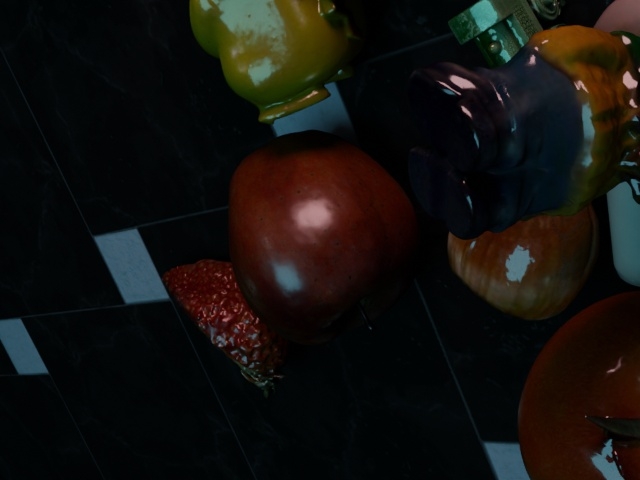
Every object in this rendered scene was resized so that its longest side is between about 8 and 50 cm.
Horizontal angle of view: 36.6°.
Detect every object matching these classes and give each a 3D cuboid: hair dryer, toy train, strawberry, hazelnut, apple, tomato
[{"bbox_3d":[0.366,-0.024,0.829,0.236,0.073,0.131,3,120,31],"label":"hair dryer"},{"bbox_3d":[0.193,-0.149,0.863,0.071,0.104,0.178,-26,98,44],"label":"toy train"},{"bbox_3d":[-0.113,0.094,1.312,0.236,0.106,0.175,45,174,11],"label":"strawberry"},{"bbox_3d":[0.191,-0.006,0.927,0.150,0.150,0.150,23,129,31],"label":"hazelnut"},{"bbox_3d":[0.000,0.001,1.059,0.234,0.234,0.234,23,129,31],"label":"apple"},{"bbox_3d":[0.306,0.169,0.865,0.256,0.255,0.224,49,157,6],"label":"tomato"}]

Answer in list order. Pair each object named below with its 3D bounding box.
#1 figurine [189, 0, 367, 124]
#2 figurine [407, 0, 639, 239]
[{"bbox_3d":[-0.077,-0.281,0.954,0.169,0.218,0.327,-33,101,27],"label":"figurine"},{"bbox_3d":[0.234,-0.093,0.697,0.204,0.332,0.185,34,141,35],"label":"figurine"}]
